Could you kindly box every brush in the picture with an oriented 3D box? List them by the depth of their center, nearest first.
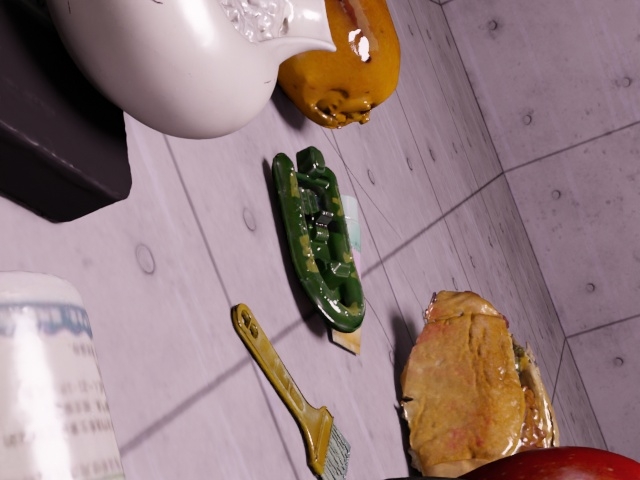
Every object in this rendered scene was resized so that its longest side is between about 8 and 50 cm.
[{"bbox_3d":[-0.024,0.142,0.890,0.218,0.010,0.083,61,21,-24],"label":"brush"}]

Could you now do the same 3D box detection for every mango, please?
[{"bbox_3d":[-0.002,-0.273,1.163,0.201,0.152,0.287,-5,74,-62],"label":"mango"}]

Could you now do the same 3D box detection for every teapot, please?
[{"bbox_3d":[-0.097,-0.176,0.641,0.299,0.165,0.209,44,42,-73],"label":"teapot"}]

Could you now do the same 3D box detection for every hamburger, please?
[{"bbox_3d":[0.191,0.211,1.192,0.282,0.245,0.155,-52,140,-15],"label":"hamburger"}]

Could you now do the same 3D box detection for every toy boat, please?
[{"bbox_3d":[0.000,0.000,1.033,0.104,0.052,0.210,16,55,-52],"label":"toy boat"}]

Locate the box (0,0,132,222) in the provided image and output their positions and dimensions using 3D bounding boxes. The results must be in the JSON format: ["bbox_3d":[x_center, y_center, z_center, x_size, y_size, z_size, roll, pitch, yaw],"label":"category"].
[{"bbox_3d":[-0.233,-0.159,0.552,0.350,0.058,0.211,38,34,-57],"label":"box"}]

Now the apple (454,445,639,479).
[{"bbox_3d":[0.202,0.326,0.860,0.288,0.316,0.288,49,30,-41],"label":"apple"}]

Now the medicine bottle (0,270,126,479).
[{"bbox_3d":[-0.138,0.140,0.386,0.139,0.139,0.237,17,56,-67],"label":"medicine bottle"}]

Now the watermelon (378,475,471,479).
[{"bbox_3d":[0.059,0.280,0.573,0.359,0.278,0.279,19,52,-59],"label":"watermelon"}]

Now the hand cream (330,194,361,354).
[{"bbox_3d":[0.025,0.037,1.095,0.076,0.047,0.174,36,47,-58],"label":"hand cream"}]
